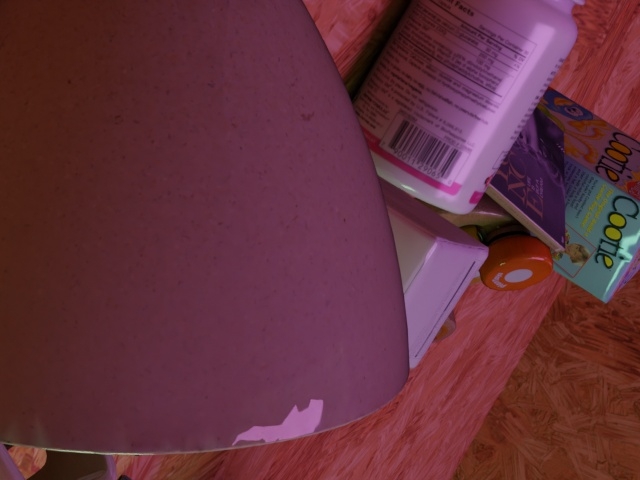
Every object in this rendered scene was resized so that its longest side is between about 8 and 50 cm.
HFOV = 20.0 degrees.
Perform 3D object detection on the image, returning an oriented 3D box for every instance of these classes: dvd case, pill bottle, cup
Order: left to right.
[{"bbox_3d":[-0.106,-0.041,1.072,0.331,0.331,0.237,-27,123,-61],"label":"cup"},{"bbox_3d":[0.150,-0.182,1.775,0.283,0.160,0.160,-59,165,11],"label":"pill bottle"},{"bbox_3d":[0.206,-0.106,1.994,0.221,0.018,0.164,36,46,-40],"label":"dvd case"}]

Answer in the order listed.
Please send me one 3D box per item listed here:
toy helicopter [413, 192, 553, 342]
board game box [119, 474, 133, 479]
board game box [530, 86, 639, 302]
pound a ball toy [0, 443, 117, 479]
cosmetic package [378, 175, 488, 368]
[{"bbox_3d":[0.124,0.042,2.150,0.235,0.140,0.355,-6,153,-9],"label":"toy helicopter"},{"bbox_3d":[-0.226,0.344,1.897,0.194,0.060,0.194,-54,165,-5],"label":"board game box"},{"bbox_3d":[0.284,-0.075,2.197,0.142,0.275,0.144,-35,154,-54],"label":"board game box"},{"bbox_3d":[-0.238,0.183,1.183,0.319,0.135,0.208,-36,171,16],"label":"pound a ball toy"},{"bbox_3d":[0.000,0.000,1.563,0.138,0.224,0.225,-58,165,5],"label":"cosmetic package"}]
